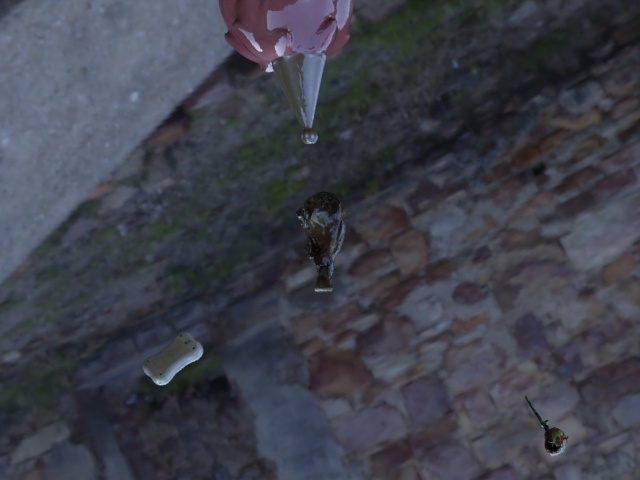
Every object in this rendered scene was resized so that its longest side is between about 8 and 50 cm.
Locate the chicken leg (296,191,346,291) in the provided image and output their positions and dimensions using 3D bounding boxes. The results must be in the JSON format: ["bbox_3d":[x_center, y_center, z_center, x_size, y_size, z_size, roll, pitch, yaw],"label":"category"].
[{"bbox_3d":[0.000,0.000,1.829,0.093,0.178,0.070,13,157,-31],"label":"chicken leg"}]

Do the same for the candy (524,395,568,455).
[{"bbox_3d":[0.459,0.376,2.317,0.049,0.185,0.055,17,112,-22],"label":"candy"}]

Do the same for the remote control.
[{"bbox_3d":[-0.301,0.241,2.294,0.122,0.074,0.032,-36,139,-18],"label":"remote control"}]

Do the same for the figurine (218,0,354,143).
[{"bbox_3d":[-0.039,-0.298,1.186,0.207,0.387,0.166,3,179,15],"label":"figurine"}]
